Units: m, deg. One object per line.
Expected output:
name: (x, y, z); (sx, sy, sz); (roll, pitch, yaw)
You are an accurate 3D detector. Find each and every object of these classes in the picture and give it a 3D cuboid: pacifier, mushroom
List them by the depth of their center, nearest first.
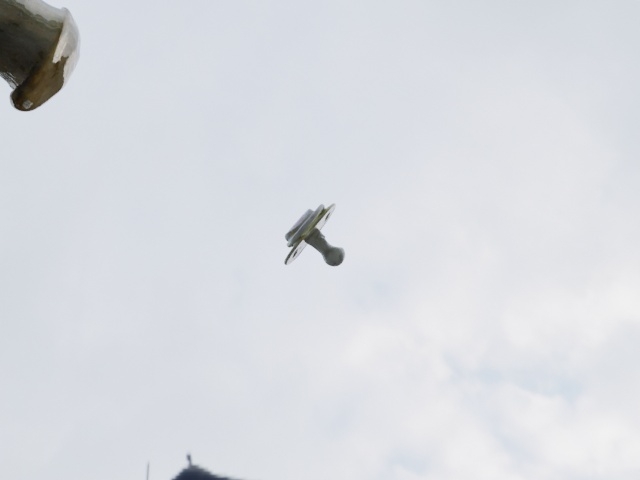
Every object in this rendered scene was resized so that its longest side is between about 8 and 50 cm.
mushroom: (-0.365, -0.248, 0.951); (0.328, 0.122, 0.159); (31, -63, -23)
pacifier: (0.000, 0.000, 1.077); (0.064, 0.068, 0.083); (39, -110, 4)
